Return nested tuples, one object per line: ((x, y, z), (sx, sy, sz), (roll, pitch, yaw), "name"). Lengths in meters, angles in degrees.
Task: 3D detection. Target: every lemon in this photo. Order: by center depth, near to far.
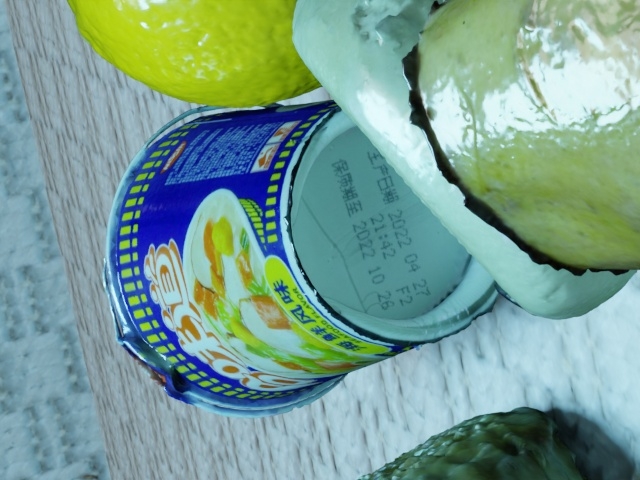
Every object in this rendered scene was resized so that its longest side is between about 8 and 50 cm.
((-0.066, -0.236, 1.529), (0.293, 0.293, 0.293), (165, 90, -73), "lemon")

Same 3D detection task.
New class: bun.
((0.121, -0.093, 1.226), (0.283, 0.179, 0.283), (49, -175, -6), "bun")

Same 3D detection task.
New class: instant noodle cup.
((0.000, 0.000, 1.590), (0.312, 0.284, 0.284), (-14, 91, 65), "instant noodle cup")

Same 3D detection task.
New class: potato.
((0.196, -0.100, 0.993), (0.266, 0.229, 0.229), (-19, 86, 58), "potato")

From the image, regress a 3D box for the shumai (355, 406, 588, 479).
((0.098, 0.322, 1.492), (0.323, 0.324, 0.397), (59, 167, 3), "shumai")
